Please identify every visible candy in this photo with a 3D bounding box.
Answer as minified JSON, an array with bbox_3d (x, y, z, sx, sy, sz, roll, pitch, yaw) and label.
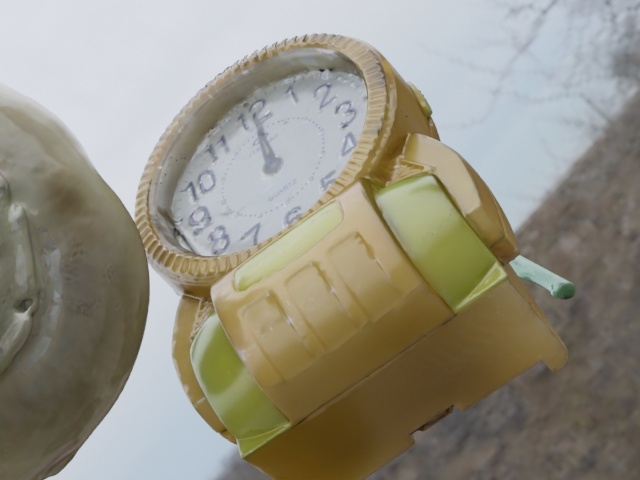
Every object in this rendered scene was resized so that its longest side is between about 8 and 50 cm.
[{"bbox_3d":[0.130,-0.014,1.572,0.119,0.119,0.440,-44,29,-8],"label":"candy"}]

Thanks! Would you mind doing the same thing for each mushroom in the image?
[{"bbox_3d":[-0.261,0.029,0.899,0.314,0.314,0.336,-45,-1,-2],"label":"mushroom"}]

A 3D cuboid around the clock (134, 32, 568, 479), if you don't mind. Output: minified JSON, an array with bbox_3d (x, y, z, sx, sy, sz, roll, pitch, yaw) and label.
[{"bbox_3d":[0.000,0.000,1.127,0.244,0.317,0.200,-34,-46,7],"label":"clock"}]
